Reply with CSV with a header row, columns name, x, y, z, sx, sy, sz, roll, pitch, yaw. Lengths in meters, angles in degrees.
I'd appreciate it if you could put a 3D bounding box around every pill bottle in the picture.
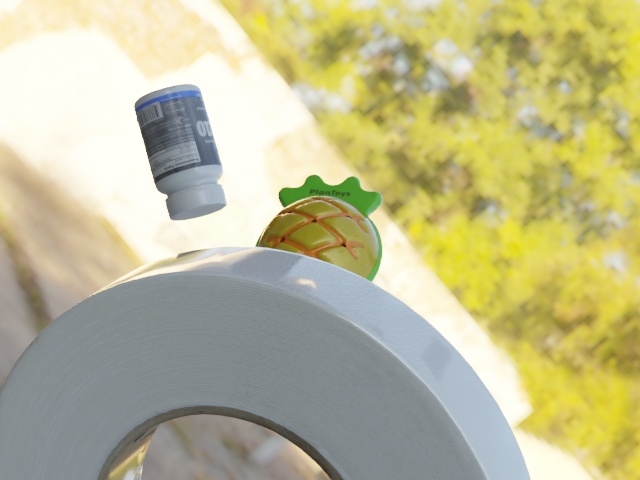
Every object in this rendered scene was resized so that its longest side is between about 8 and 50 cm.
name,x,y,z,sx,sy,sz,roll,pitch,yaw
pill bottle,-0.150,-0.095,1.960,0.078,0.078,0.137,62,12,-82

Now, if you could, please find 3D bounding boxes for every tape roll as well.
name,x,y,z,sx,sy,sz,roll,pitch,yaw
tape roll,-0.047,0.197,1.206,0.392,0.392,0.072,51,26,3

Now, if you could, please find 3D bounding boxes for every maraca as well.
name,x,y,z,sx,sy,sz,roll,pitch,yaw
maraca,0.000,0.000,1.768,0.099,0.127,0.185,89,9,-45
